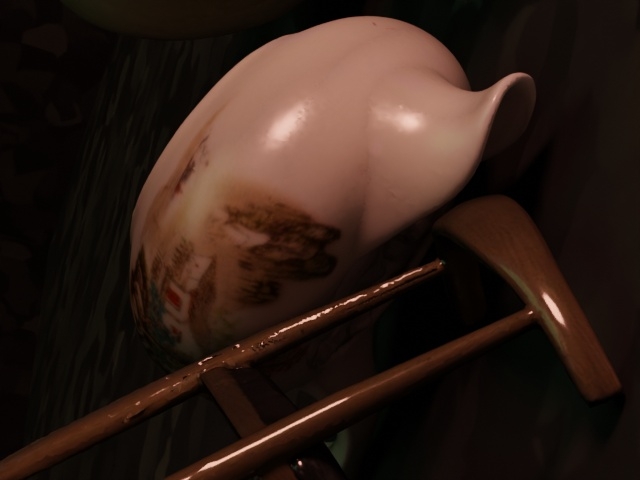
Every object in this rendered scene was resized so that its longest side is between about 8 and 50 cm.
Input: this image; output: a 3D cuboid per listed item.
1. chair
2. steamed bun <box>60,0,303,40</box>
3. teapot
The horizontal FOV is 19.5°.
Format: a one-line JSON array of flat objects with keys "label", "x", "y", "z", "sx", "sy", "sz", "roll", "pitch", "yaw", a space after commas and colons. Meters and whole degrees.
[{"label": "chair", "x": 0.000, "y": 0.120, "z": 0.748, "sx": 0.272, "sy": 0.166, "sz": 0.188, "roll": -32, "pitch": 11, "yaw": -5}, {"label": "steamed bun", "x": -0.061, "y": -0.288, "z": 1.283, "sx": 0.334, "sy": 0.233, "sz": 0.311, "roll": 114, "pitch": 165, "yaw": -70}, {"label": "teapot", "x": 0.000, "y": 0.000, "z": 0.896, "sx": 0.204, "sy": 0.139, "sz": 0.298, "roll": -45, "pitch": -16, "yaw": -38}]
